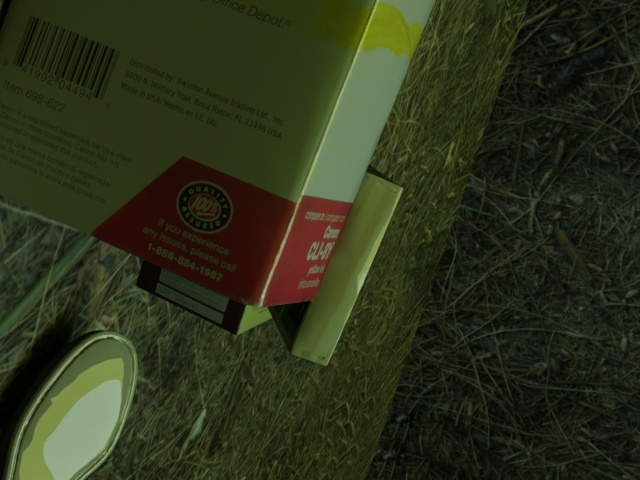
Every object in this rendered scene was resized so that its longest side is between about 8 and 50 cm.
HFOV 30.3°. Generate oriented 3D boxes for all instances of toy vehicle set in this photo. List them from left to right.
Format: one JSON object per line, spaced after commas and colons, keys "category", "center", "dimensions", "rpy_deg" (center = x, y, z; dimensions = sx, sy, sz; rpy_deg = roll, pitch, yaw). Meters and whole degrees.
{"category": "toy vehicle set", "center": [0.000, 0.000, 1.106], "dimensions": [0.267, 0.035, 0.166], "rpy_deg": [-131, -117, -75]}

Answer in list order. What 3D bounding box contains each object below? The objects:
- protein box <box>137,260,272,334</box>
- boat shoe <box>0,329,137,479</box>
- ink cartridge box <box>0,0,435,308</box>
{"category": "protein box", "center": [-0.078, -0.029, 1.344], "dimensions": [0.200, 0.136, 0.201], "rpy_deg": [-22, 134, -65]}
{"category": "boat shoe", "center": [-0.292, 0.237, 1.172], "dimensions": [0.112, 0.096, 0.335], "rpy_deg": [30, 78, -37]}
{"category": "ink cartridge box", "center": [-0.073, -0.176, 0.922], "dimensions": [0.384, 0.279, 0.160], "rpy_deg": [-68, 163, 6]}
